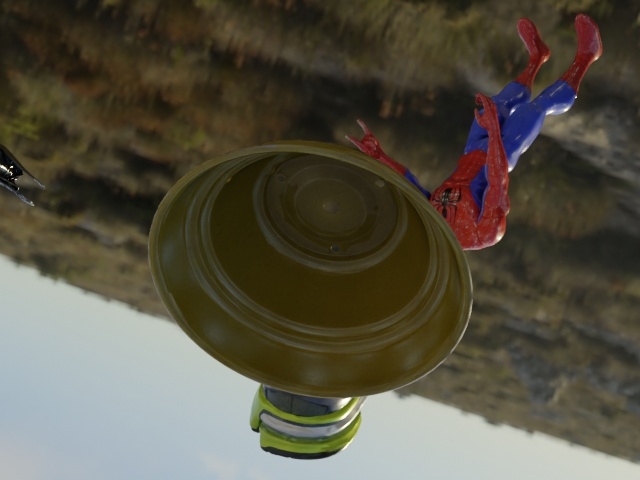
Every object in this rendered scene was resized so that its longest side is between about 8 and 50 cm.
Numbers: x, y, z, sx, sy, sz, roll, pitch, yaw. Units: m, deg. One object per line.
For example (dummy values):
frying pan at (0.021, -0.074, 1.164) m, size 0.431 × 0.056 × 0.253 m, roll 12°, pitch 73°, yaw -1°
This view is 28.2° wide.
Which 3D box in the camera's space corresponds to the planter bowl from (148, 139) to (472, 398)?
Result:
planter bowl at (0.000, 0.000, 0.867) m, size 0.217 × 0.090 × 0.217 m, roll 8°, pitch 131°, yaw 9°

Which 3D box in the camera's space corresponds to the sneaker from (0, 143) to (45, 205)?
sneaker at (-0.402, -0.104, 1.473) m, size 0.170 × 0.051 × 0.089 m, roll 30°, pitch 173°, yaw 22°

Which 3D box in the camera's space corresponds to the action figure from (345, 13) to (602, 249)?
action figure at (0.126, -0.101, 1.027) m, size 0.091 × 0.280 × 0.139 m, roll 2°, pitch 141°, yaw 42°

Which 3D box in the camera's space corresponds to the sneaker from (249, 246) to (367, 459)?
sneaker at (0.025, 0.057, 1.115) m, size 0.111 × 0.121 × 0.300 m, roll 13°, pitch -146°, yaw 8°
